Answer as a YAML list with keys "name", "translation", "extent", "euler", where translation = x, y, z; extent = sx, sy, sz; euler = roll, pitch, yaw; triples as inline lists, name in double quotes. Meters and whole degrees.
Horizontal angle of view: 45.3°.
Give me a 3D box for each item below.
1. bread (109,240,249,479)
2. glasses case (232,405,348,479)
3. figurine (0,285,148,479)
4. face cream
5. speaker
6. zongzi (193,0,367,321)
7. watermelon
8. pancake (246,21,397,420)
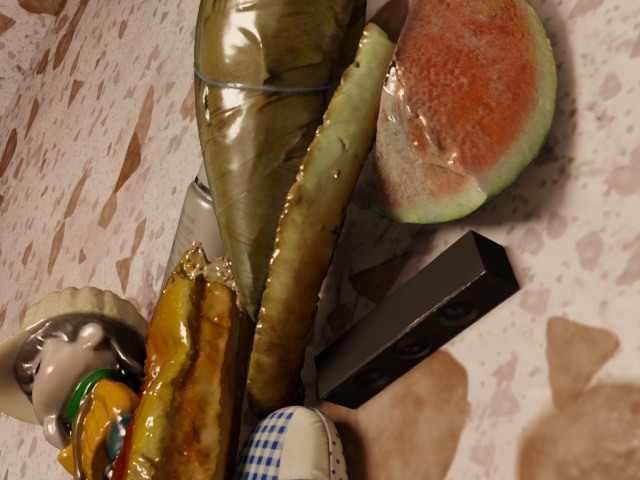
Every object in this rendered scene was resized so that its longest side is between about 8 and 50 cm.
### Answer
- name: "bread"
  translation: [-0.129, 0.162, 0.700]
  extent: [0.185, 0.109, 0.381]
  euler: [94, -179, -56]
- name: "glasses case"
  translation: [-0.027, 0.289, 0.586]
  extent: [0.125, 0.076, 0.328]
  euler: [-36, 44, 43]
- name: "figurine"
  translation: [-0.250, 0.190, 0.910]
  extent: [0.332, 0.204, 0.185]
  euler: [32, 124, 31]
- name: "face cream"
  translation: [-0.143, 0.027, 0.907]
  extent: [0.314, 0.089, 0.143]
  euler: [-65, 33, 18]
- name: "speaker"
  translation: [0.070, 0.068, 0.614]
  extent: [0.191, 0.040, 0.046]
  euler: [-44, 38, 32]
- name: "zongzi"
  translation: [-0.050, -0.127, 0.797]
  extent: [0.323, 0.159, 0.361]
  euler: [-104, 20, -80]
- name: "watermelon"
  translation: [0.106, -0.108, 0.630]
  extent: [0.146, 0.128, 0.231]
  euler: [117, 174, -62]
- name: "pancake"
  translation: [0.005, 0.002, 0.672]
  extent: [0.197, 0.054, 0.377]
  euler: [-50, -21, -70]
